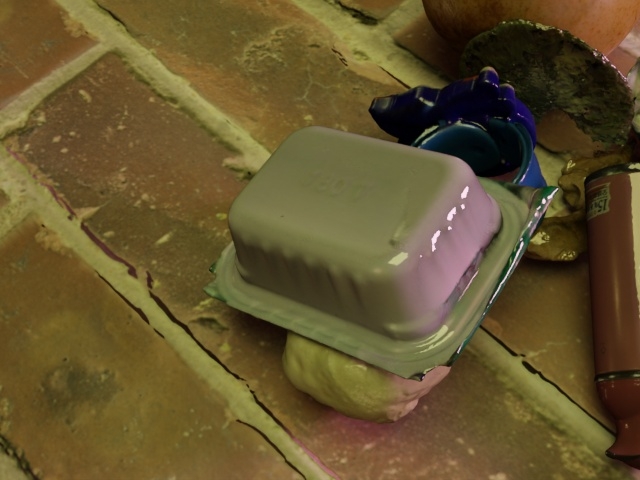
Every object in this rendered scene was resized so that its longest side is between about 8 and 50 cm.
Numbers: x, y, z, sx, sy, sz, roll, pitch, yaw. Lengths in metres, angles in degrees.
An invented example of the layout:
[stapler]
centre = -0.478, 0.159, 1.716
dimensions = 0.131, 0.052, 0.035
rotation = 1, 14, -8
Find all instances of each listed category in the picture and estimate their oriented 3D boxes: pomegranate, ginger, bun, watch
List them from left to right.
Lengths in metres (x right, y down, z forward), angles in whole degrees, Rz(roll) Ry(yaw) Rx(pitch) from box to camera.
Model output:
[bun]
centre = 0.058, 0.102, 0.983
dimensions = 0.229, 0.145, 0.229
rotation = -6, 45, 7
[watch]
centre = 0.176, -0.084, 1.072
dimensions = 0.196, 0.171, 0.200
rotation = -13, 51, 32
[pomegranate]
centre = 0.272, -0.344, 1.144
dimensions = 0.319, 0.319, 0.319
rotation = -2, 60, 3
[ginger]
centre = 0.327, -0.045, 1.097
dimensions = 0.214, 0.059, 0.133
rotation = -20, 68, -10

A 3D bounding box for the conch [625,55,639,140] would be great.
[conch]
centre = 0.485, -0.111, 1.067
dimensions = 0.220, 0.195, 0.277
rotation = 1, 85, 7

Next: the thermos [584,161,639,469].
[thermos]
centre = 0.367, 0.089, 0.982
dimensions = 0.109, 0.136, 0.331
rotation = -12, 70, 42

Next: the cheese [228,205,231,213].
[cheese]
centre = 0.000, 0.000, 1.110
dimensions = 0.256, 0.037, 0.106
rotation = 18, 66, 10

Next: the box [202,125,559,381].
[box]
centre = 0.040, -0.024, 0.931
dimensions = 0.336, 0.106, 0.264
rotation = 18, 59, 35

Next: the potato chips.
[potato chips]
centre = 0.277, -0.182, 1.086
dimensions = 0.219, 0.202, 0.029
rotation = 13, 49, 21
